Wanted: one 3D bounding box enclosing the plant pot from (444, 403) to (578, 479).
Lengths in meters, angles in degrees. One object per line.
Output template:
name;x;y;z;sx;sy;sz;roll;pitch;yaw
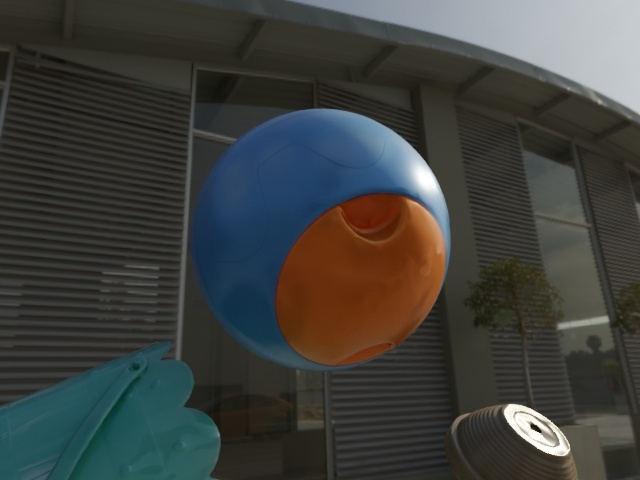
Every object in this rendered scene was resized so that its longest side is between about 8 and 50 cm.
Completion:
plant pot;0.343;0.363;0.816;0.237;0.110;0.237;19;20;-7

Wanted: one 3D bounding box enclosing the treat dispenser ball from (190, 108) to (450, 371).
treat dispenser ball;0.000;0.000;0.544;0.287;0.289;0.288;-2;-18;-1

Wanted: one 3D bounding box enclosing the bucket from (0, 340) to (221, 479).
bucket;-0.198;0.250;0.432;0.182;0.282;0.281;-14;-10;-32
